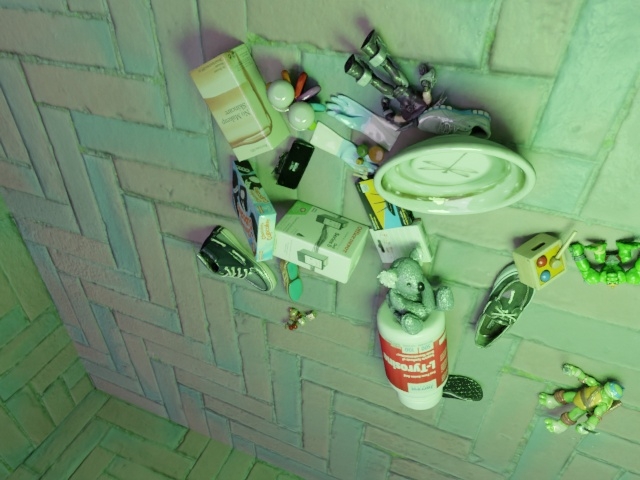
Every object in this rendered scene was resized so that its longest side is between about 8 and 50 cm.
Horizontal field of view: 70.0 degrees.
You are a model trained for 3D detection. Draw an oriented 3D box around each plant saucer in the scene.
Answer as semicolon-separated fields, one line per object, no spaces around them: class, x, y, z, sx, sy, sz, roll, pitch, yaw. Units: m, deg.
plant saucer;0.340;-0.181;1.192;0.400;0.100;0.400;5;163;2

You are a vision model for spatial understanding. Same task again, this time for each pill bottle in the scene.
pill bottle;0.335;0.402;1.626;0.229;0.229;0.408;4;126;25

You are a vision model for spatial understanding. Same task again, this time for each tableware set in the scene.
tableware set;0.171;-0.221;1.330;0.154;0.024;0.104;18;117;20

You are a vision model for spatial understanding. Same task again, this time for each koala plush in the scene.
koala plush;0.276;0.138;1.441;0.203;0.196;0.221;41;161;53

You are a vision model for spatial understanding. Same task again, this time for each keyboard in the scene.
keyboard;-0.094;-0.254;1.494;0.100;0.038;0.192;17;133;-15

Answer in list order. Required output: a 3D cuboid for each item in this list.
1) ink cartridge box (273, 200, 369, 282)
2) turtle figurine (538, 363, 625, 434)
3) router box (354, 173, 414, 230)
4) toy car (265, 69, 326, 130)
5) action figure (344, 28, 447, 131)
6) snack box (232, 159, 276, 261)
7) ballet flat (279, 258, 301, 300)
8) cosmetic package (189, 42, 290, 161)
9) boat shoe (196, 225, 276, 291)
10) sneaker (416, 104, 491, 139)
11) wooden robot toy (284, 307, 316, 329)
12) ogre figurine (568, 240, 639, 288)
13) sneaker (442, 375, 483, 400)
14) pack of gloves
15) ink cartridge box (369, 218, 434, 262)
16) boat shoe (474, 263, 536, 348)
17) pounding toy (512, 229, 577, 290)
ink cartridge box;0.000;0.000;1.515;0.273;0.198;0.115;21;130;12
turtle figurine;0.814;0.522;1.494;0.198;0.274;0.266;59;143;25
router box;0.200;-0.122;1.420;0.133;0.046;0.179;-10;118;33
toy car;-0.061;-0.402;1.299;0.136;0.159;0.182;-44;99;5
action figure;0.202;-0.396;1.182;0.285;0.099;0.185;36;128;-22
snack box;-0.226;-0.106;1.510;0.322;0.060;0.187;-121;30;-43
ballet flat;-0.118;0.145;1.789;0.067;0.073;0.206;31;137;41
cosmetic package;-0.237;-0.409;1.376;0.153;0.129;0.296;-14;117;33
boat shoe;-0.336;0.112;1.803;0.340;0.158;0.127;44;132;-8
sneaker;0.340;-0.288;1.154;0.190;0.083;0.071;1;141;2
wooden robot toy;-0.104;0.318;1.903;0.173;0.076;0.079;-24;100;38
ogre figurine;0.787;0.063;1.229;0.197;0.097;0.118;-8;103;15
sneaker;0.512;0.573;1.783;0.234;0.084;0.097;8;151;24
pack of gloves;0.091;-0.300;1.344;0.232;0.046;0.195;31;132;3
ink cartridge box;0.266;0.006;1.497;0.179;0.045;0.145;-2;124;40
boat shoe;0.579;0.222;1.434;0.121;0.119;0.335;20;131;13
pounding toy;0.631;0.047;1.271;0.130;0.141;0.100;64;170;-24
